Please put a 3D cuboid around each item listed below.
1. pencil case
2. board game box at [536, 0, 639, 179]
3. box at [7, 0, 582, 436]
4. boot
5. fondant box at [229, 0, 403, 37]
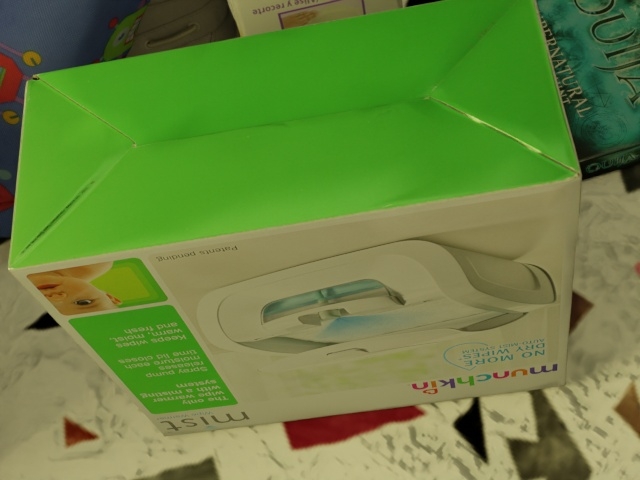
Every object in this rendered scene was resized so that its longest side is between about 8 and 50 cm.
[{"bbox_3d":[-0.182,-0.138,0.645,0.119,0.306,0.133,36,40,4],"label":"pencil case"},{"bbox_3d":[0.211,-0.137,0.709,0.126,0.026,0.186,-17,57,1],"label":"board game box"},{"bbox_3d":[0.000,0.000,0.546,0.262,0.231,0.127,-8,57,6],"label":"box"},{"bbox_3d":[-0.197,-0.181,0.763,0.258,0.123,0.095,-4,58,9],"label":"boot"},{"bbox_3d":[-0.017,-0.193,0.609,0.096,0.330,0.238,-15,57,2],"label":"fondant box"}]
